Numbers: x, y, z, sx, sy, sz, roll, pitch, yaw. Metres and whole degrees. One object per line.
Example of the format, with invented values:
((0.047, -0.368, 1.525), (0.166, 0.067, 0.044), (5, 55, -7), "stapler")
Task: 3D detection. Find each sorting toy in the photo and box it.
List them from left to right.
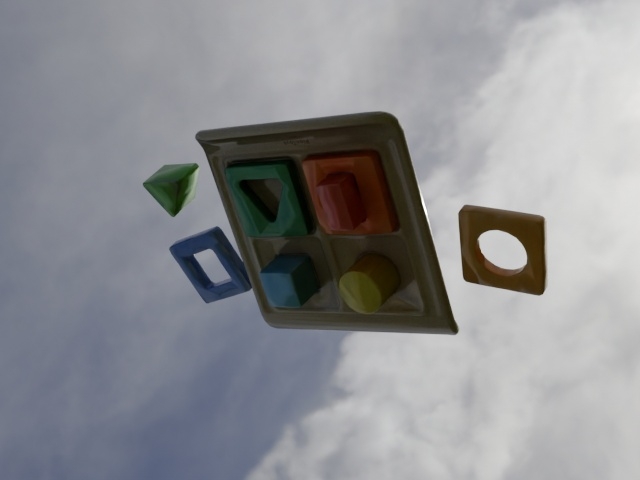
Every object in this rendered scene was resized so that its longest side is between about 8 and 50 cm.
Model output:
((0.000, 0.000, 0.776), (0.047, 0.348, 0.196), (-48, -53, -45), "sorting toy")
